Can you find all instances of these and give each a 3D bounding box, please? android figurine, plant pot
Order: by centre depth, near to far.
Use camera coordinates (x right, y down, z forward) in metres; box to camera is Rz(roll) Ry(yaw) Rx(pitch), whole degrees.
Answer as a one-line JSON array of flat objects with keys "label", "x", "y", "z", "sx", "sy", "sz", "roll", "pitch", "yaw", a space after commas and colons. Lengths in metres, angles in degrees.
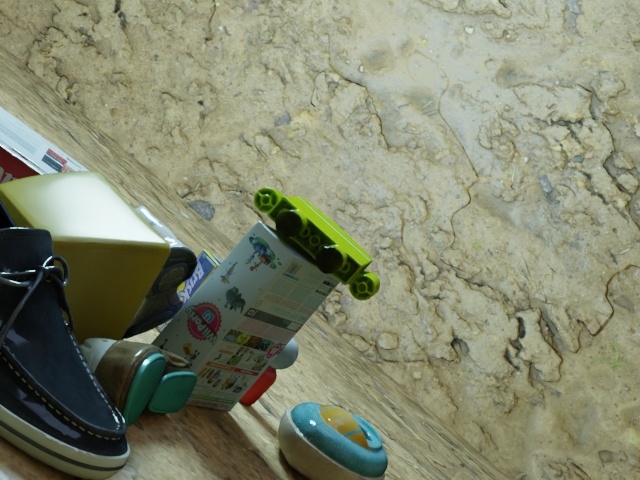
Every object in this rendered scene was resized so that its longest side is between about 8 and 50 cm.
[{"label": "plant pot", "x": -0.379, "y": 0.029, "z": 1.471, "sx": 0.212, "sy": 0.212, "sz": 0.187, "roll": 42, "pitch": 19, "yaw": 33}, {"label": "android figurine", "x": 0.000, "y": 0.000, "z": 1.699, "sx": 0.248, "sy": 0.056, "sz": 0.273, "roll": 41, "pitch": 6, "yaw": 4}]

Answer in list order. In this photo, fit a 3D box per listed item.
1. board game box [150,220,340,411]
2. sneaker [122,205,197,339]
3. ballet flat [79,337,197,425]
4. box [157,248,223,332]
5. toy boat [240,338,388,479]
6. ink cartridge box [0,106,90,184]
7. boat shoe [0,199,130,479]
[{"label": "board game box", "x": -0.126, "y": 0.130, "z": 1.697, "sx": 0.097, "sy": 0.303, "sz": 0.224, "roll": 42, "pitch": 5, "yaw": 24}, {"label": "sneaker", "x": -0.276, "y": 0.055, "z": 1.625, "sx": 0.111, "sy": 0.297, "sz": 0.129, "roll": -21, "pitch": 68, "yaw": -36}, {"label": "ballet flat", "x": -0.259, "y": 0.177, "z": 1.407, "sx": 0.124, "sy": 0.116, "sz": 0.342, "roll": 26, "pitch": -3, "yaw": 8}, {"label": "box", "x": -0.238, "y": 0.103, "z": 1.949, "sx": 0.059, "sy": 0.169, "sz": 0.054, "roll": 43, "pitch": 7, "yaw": 40}, {"label": "toy boat", "x": -0.013, "y": 0.306, "z": 1.853, "sx": 0.318, "sy": 0.148, "sz": 0.267, "roll": 41, "pitch": 5, "yaw": 24}, {"label": "ink cartridge box", "x": -0.559, "y": -0.123, "z": 1.905, "sx": 0.309, "sy": 0.130, "sz": 0.272, "roll": 37, "pitch": 6, "yaw": -15}, {"label": "boat shoe", "x": -0.373, "y": 0.058, "z": 1.210, "sx": 0.500, "sy": 0.156, "sz": 0.187, "roll": 50, "pitch": 10, "yaw": 14}]
